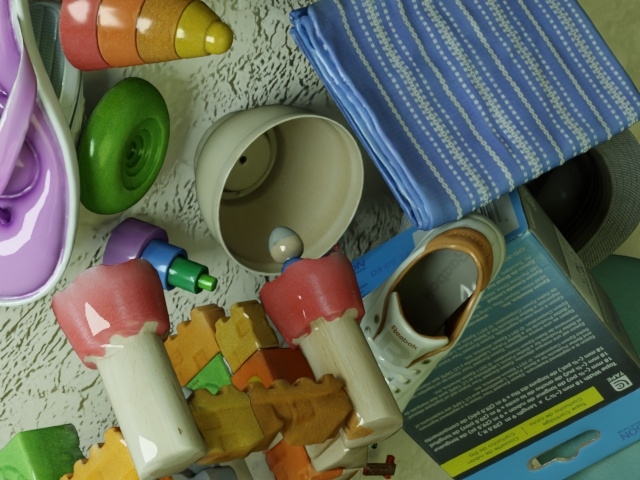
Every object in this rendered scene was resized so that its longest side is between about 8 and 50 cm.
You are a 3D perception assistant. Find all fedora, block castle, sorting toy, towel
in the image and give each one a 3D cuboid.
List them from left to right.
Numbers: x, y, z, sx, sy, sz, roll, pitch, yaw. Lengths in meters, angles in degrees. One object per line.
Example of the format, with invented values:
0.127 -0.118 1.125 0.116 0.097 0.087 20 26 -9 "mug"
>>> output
-0.169 0.174 1.302 0.303 0.213 0.453 -2 148 -43 "block castle"
-0.130 -0.085 1.288 0.127 0.126 0.365 -51 153 -43 "sorting toy"
0.151 -0.168 1.421 0.336 0.243 0.040 -27 171 -34 "towel"
0.199 -0.053 1.591 0.275 0.124 0.243 -34 129 5 "fedora"

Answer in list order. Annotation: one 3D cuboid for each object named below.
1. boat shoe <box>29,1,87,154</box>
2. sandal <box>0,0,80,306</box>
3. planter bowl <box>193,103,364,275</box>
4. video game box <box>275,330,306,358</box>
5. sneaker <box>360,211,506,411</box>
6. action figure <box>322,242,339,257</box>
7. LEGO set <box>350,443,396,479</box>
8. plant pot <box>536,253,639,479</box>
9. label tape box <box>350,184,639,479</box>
-0.243 -0.098 1.292 0.076 0.083 0.226 -19 129 -62 "boat shoe"
-0.295 -0.127 1.166 0.169 0.102 0.416 -6 112 1 "sandal"
-0.054 -0.062 1.417 0.162 0.109 0.162 -17 123 -28 "planter bowl"
-0.052 0.203 1.521 0.048 0.187 0.205 12 105 4 "video game box"
0.057 0.097 1.371 0.290 0.106 0.123 -56 176 16 "sneaker"
0.000 0.000 1.549 0.038 0.030 0.115 8 107 -34 "action figure"
0.047 0.203 1.700 0.244 0.060 0.182 -39 119 -15 "LEGO set"
0.310 0.126 1.710 0.195 0.290 0.290 38 89 -15 "plant pot"
0.184 0.116 1.548 0.241 0.106 0.333 -30 127 16 "label tape box"
